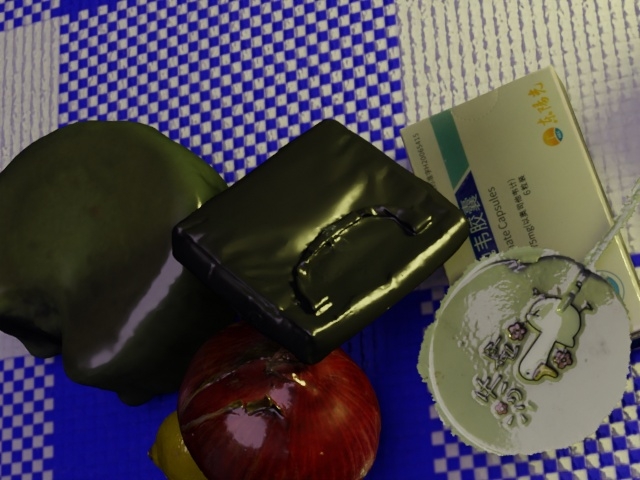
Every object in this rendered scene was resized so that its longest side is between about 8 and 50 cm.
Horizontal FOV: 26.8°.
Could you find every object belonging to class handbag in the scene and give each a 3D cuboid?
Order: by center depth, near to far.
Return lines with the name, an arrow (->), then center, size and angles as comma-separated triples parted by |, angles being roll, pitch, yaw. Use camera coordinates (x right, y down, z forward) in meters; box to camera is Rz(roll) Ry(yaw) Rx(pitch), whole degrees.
handbag -> 0.000, 0.000, 1.498 | 0.244, 0.088, 0.275 | 36, 55, 27

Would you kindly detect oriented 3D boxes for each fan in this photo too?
fan -> 0.275, 0.052, 1.453 | 0.233, 0.012, 0.414 | 38, 92, 27

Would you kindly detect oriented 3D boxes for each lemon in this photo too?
lemon -> -0.139, 0.244, 1.580 | 0.133, 0.109, 0.109 | -13, 67, 2

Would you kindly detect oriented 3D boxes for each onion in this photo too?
onion -> -0.039, 0.185, 1.493 | 0.161, 0.248, 0.248 | -48, 58, 32

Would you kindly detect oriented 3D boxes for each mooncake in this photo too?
mooncake -> -0.258, 0.022, 1.663 | 0.351, 0.187, 0.351 | -8, 71, 24

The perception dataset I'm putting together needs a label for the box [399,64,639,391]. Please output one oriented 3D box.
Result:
box -> 0.234, -0.012, 1.538 | 0.200, 0.065, 0.343 | -22, 66, 14
